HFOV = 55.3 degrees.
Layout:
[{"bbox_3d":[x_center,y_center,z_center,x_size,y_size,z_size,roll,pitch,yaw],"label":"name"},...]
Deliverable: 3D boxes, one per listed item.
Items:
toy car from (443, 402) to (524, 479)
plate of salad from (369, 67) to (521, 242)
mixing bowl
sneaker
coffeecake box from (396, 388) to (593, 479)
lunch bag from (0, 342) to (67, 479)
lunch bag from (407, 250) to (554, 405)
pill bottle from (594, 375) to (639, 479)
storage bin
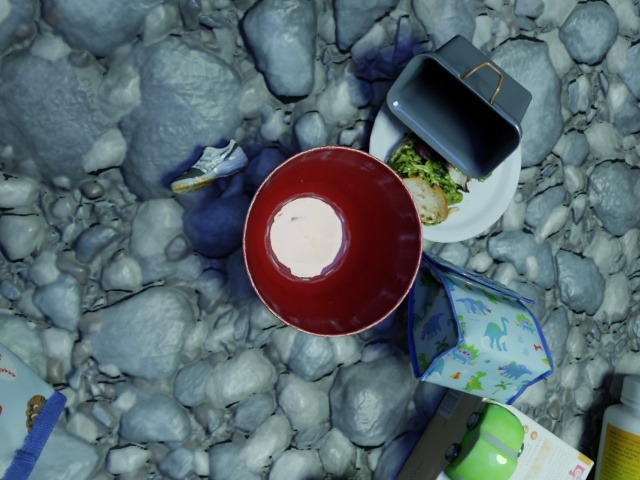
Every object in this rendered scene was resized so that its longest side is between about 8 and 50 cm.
[{"bbox_3d":[0.138,0.270,0.628,0.239,0.053,0.225,35,83,2],"label":"toy car"},{"bbox_3d":[0.150,-0.097,0.692,0.199,0.048,0.200,-1,93,-18],"label":"plate of salad"},{"bbox_3d":[0.000,0.000,0.619,0.181,0.098,0.182,-1,92,-19],"label":"mixing bowl"},{"bbox_3d":[-0.115,-0.075,0.614,0.083,0.032,0.037,-25,87,-21],"label":"sneaker"},{"bbox_3d":[0.208,0.272,0.721,0.185,0.068,0.142,35,82,-17],"label":"coffeecake box"},{"bbox_3d":[-0.447,0.176,0.411,0.385,0.239,0.328,-39,105,3],"label":"lunch bag"},{"bbox_3d":[0.166,0.085,0.669,0.128,0.151,0.096,22,127,-21],"label":"lunch bag"},{"bbox_3d":[0.411,0.286,0.766,0.117,0.117,0.215,8,91,-19],"label":"pill bottle"},{"bbox_3d":[0.154,-0.151,0.631,0.135,0.098,0.091,40,53,1],"label":"storage bin"}]
